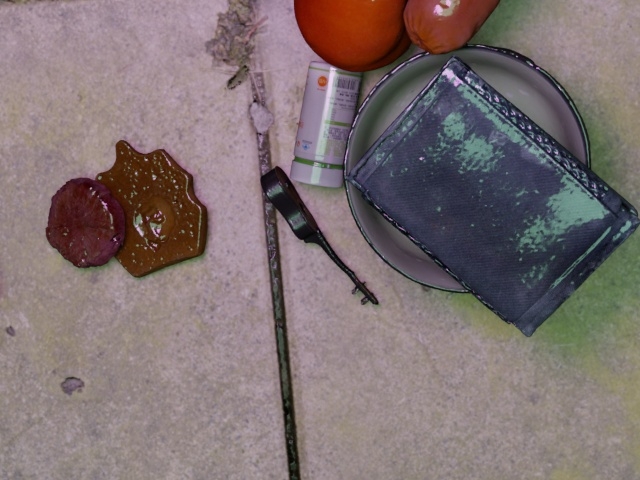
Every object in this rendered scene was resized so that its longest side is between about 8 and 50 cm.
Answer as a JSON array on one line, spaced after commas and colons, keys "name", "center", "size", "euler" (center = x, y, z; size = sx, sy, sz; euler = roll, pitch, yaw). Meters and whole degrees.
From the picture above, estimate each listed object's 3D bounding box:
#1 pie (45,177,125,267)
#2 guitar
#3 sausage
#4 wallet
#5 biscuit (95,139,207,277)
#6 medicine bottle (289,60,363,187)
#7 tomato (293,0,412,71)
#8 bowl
[{"name": "pie", "center": [-0.374, -0.025, 1.959], "size": [0.154, 0.038, 0.153], "euler": [6, 103, 27]}, {"name": "guitar", "center": [-0.001, 0.002, 1.929], "size": [0.038, 0.084, 0.271], "euler": [-35, 98, 13]}, {"name": "sausage", "center": [0.211, -0.371, 1.697], "size": [0.113, 0.113, 0.259], "euler": [35, 86, 2]}, {"name": "wallet", "center": [0.234, -0.059, 1.701], "size": [0.342, 0.075, 0.237], "euler": [40, 105, -1]}, {"name": "biscuit", "center": [-0.275, -0.059, 1.963], "size": [0.182, 0.034, 0.215], "euler": [-19, 93, 16]}, {"name": "medicine bottle", "center": [0.009, -0.178, 1.892], "size": [0.086, 0.086, 0.183], "euler": [11, 98, 5]}, {"name": "tomato", "center": [0.061, -0.375, 1.793], "size": [0.180, 0.260, 0.259], "euler": [16, 99, 18]}, {"name": "bowl", "center": [0.215, -0.109, 1.825], "size": [0.354, 0.185, 0.353], "euler": [1, 97, 7]}]
